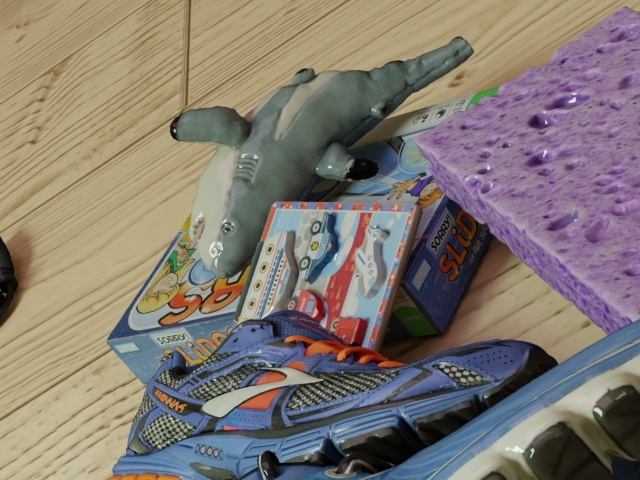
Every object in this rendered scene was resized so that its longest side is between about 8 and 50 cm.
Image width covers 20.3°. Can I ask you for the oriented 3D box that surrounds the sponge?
[{"bbox_3d":[0.130,-0.025,0.704,0.117,0.031,0.210,-31,30,-7],"label":"sponge"}]

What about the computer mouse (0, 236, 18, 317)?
[{"bbox_3d":[-0.295,0.040,1.170,0.184,0.060,0.262,-43,26,-6],"label":"computer mouse"}]

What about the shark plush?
[{"bbox_3d":[0.005,-0.043,0.864,0.161,0.073,0.067,-26,47,-11],"label":"shark plush"}]

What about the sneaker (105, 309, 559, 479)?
[{"bbox_3d":[-0.004,0.063,0.689,0.221,0.083,0.087,-15,59,38],"label":"sneaker"}]

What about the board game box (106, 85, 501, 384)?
[{"bbox_3d":[0.000,0.000,0.870,0.201,0.035,0.136,-14,35,42],"label":"board game box"}]

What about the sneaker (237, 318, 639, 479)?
[{"bbox_3d":[0.026,0.102,0.560,0.330,0.130,0.147,-34,28,10],"label":"sneaker"}]

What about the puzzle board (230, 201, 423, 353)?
[{"bbox_3d":[-0.010,0.042,0.779,0.096,0.011,0.128,3,69,48],"label":"puzzle board"}]
